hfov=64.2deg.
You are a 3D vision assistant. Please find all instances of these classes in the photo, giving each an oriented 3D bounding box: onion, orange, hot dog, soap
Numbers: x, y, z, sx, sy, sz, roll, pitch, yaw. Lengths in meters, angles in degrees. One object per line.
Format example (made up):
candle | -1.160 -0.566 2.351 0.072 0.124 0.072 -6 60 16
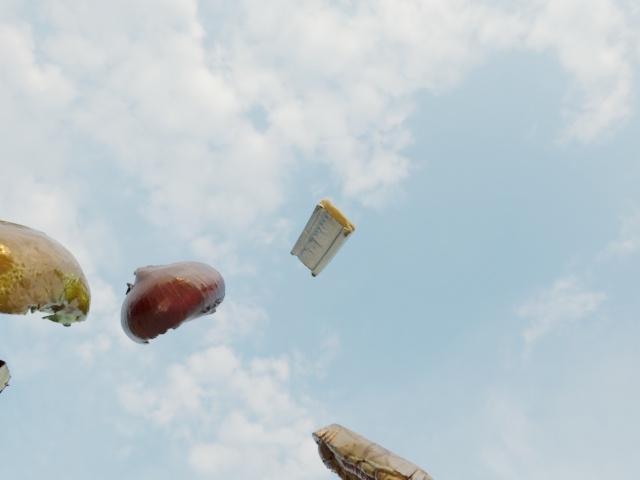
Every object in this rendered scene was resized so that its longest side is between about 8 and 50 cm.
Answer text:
onion | -0.332 0.128 1.141 0.248 0.248 0.161 -8 -70 8
orange | -0.572 0.066 0.932 0.262 0.334 0.196 22 -100 21
hot dog | 0.087 0.384 0.845 0.252 0.069 0.131 15 -45 42
soap | 0.001 -0.001 1.144 0.092 0.252 0.037 45 -120 6

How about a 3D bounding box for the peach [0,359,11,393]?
peach | -0.591 0.243 0.917 0.050 0.083 0.077 19 -89 -3
